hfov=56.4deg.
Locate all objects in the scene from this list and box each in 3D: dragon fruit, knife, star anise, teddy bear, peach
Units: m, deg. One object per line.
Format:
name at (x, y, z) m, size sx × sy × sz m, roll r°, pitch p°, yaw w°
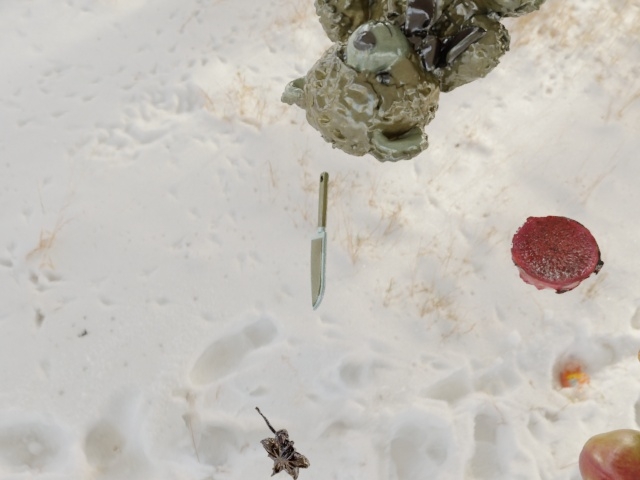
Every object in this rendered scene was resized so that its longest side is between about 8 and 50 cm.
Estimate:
dragon fruit at (0.414, 0.042, 1.062) m, size 0.153 × 0.111 × 0.153 m, roll -6°, pitch 58°, yaw 9°
knife at (-0.001, 0.000, 1.463) m, size 0.027 × 0.061 × 0.343 m, roll 9°, pitch 77°, yaw -34°
star anise at (-0.101, 0.477, 1.408) m, size 0.190 × 0.097 × 0.070 m, roll 56°, pitch 35°, yaw -2°
teddy bear at (0.079, -0.207, 0.654) m, size 0.267 × 0.156 × 0.256 m, roll 32°, pitch 77°, yaw 32°
peach at (0.614, 0.468, 1.158) m, size 0.197 × 0.197 × 0.197 m, roll 5°, pitch 57°, yaw -8°

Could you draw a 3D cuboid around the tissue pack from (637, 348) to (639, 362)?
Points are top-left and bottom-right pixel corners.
tissue pack at (0.803, 0.296, 1.209) m, size 0.274 × 0.194 × 0.145 m, roll 43°, pitch 21°, yaw -28°
